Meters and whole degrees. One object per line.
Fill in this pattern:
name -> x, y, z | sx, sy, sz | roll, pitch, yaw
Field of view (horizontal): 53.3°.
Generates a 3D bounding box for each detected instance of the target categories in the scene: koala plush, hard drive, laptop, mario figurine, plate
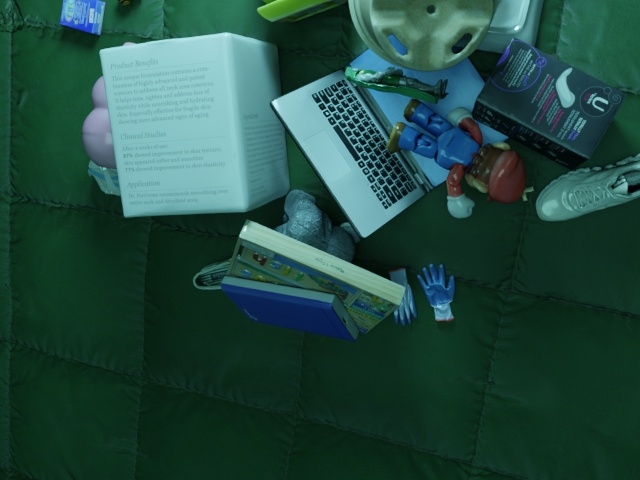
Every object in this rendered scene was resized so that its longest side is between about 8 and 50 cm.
koala plush -> 0.000, 0.000, 1.628 | 0.221, 0.203, 0.196 | 29, 86, -19
hard drive -> -0.078, 0.177, 1.653 | 0.318, 0.210, 0.040 | 7, 61, 26
laptop -> 0.175, -0.284, 1.486 | 0.382, 0.408, 0.236 | 56, 144, 0
mario figurine -> 0.311, -0.180, 1.446 | 0.320, 0.170, 0.198 | 32, 117, 7
plate -> 0.372, -0.575, 1.438 | 0.277, 0.045, 0.278 | 10, 103, 5

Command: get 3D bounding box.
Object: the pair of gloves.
pair of gloves -> 0.254, 0.143, 1.657 | 0.198, 0.023, 0.159 | -8, 99, 17

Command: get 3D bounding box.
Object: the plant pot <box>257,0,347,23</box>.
plant pot -> -0.054, -0.634, 1.486 | 0.228, 0.227, 0.207 | -13, 103, 19

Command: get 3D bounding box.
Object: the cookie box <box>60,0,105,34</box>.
cookie box -> -0.656, -0.627, 1.760 | 0.107, 0.040, 0.092 | 19, 106, 12

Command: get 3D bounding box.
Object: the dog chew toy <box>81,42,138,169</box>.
dog chew toy -> -0.518, -0.355, 1.701 | 0.206, 0.206, 0.332 | 10, 96, 14

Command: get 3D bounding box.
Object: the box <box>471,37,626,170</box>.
box -> 0.494, -0.297, 1.410 | 0.270, 0.143, 0.165 | 31, 91, 9

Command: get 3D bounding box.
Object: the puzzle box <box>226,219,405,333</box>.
puzzle box -> -0.026, 0.101, 1.575 | 0.408, 0.272, 0.052 | 23, 64, -4

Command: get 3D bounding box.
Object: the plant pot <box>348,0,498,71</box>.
plant pot -> 0.215, -0.480, 1.277 | 0.333, 0.305, 0.334 | 2, 117, 4

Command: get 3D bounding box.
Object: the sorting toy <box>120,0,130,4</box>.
sorting toy -> -0.505, -0.661, 1.698 | 0.102, 0.061, 0.042 | -19, 96, 42

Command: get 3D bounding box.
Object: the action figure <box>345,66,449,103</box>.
action figure -> 0.160, -0.353, 1.417 | 0.232, 0.137, 0.064 | 14, 107, 20

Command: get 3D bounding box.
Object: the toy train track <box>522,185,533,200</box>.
toy train track -> 0.484, -0.136, 1.534 | 0.048, 0.014, 0.083 | -13, 92, 26

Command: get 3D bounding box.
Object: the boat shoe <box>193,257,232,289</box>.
boat shoe -> -0.205, 0.085, 1.744 | 0.302, 0.094, 0.109 | -18, 96, 18

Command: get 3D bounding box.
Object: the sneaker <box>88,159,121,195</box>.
sneaker -> -0.563, -0.164, 1.812 | 0.228, 0.087, 0.092 | 39, 117, 13

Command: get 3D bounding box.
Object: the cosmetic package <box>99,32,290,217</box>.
cosmetic package -> -0.288, -0.279, 1.571 | 0.329, 0.327, 0.394 | -1, 102, 17

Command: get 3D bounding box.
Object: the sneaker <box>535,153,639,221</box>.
sneaker -> 0.631, -0.116, 1.440 | 0.292, 0.118, 0.110 | -21, 96, 21
